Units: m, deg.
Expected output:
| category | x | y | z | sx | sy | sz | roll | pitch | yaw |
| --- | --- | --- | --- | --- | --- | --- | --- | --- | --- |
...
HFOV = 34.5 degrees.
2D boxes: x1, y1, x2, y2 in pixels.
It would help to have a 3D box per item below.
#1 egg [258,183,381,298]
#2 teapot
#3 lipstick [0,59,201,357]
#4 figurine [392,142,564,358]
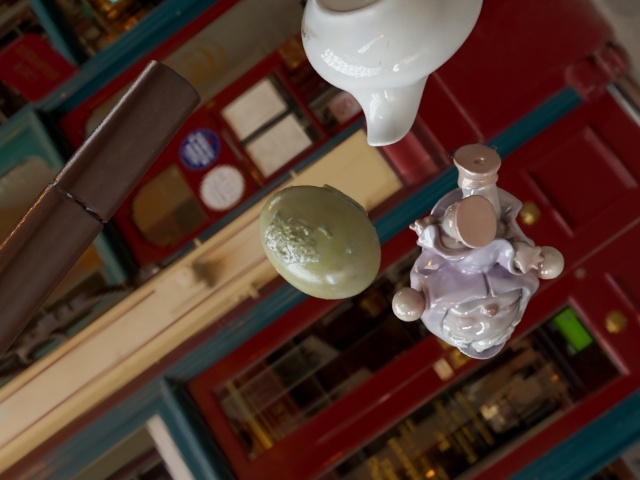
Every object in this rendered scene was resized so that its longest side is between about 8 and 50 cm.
| category | x | y | z | sx | sy | sz | roll | pitch | yaw |
| --- | --- | --- | --- | --- | --- | --- | --- | --- | --- |
| egg | -0.002 | 0.003 | 1.568 | 0.201 | 0.164 | 0.164 | 38 | -173 | -2 |
| teapot | 0.085 | -0.250 | 1.118 | 0.204 | 0.298 | 0.139 | 1 | 145 | 40 |
| lipstick | -0.220 | 0.011 | 0.800 | 0.057 | 0.356 | 0.057 | 33 | 168 | 8 |
| figurine | 0.167 | 0.021 | 1.143 | 0.276 | 0.200 | 0.133 | 82 | 169 | -51 |
